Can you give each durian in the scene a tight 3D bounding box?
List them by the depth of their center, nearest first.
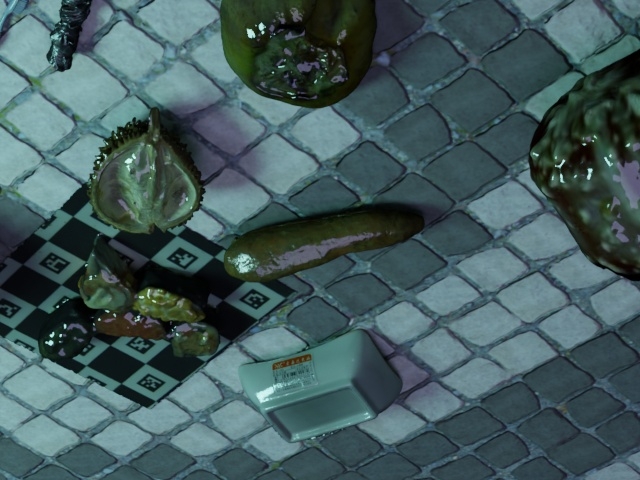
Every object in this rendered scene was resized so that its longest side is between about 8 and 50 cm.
[{"bbox_3d":[-0.217,-0.095,1.943,0.148,0.091,0.189,-1,134,-15],"label":"durian"}]

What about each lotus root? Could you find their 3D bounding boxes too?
[{"bbox_3d":[-0.026,-0.222,1.815,0.183,0.078,0.204,-1,134,2],"label":"lotus root"}]

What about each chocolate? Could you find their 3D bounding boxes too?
[{"bbox_3d":[0.390,-0.117,1.815,0.340,0.225,0.210,-31,119,27],"label":"chocolate"}]

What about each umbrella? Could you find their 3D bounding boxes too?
[{"bbox_3d":[-0.287,-0.256,1.814,0.037,0.040,0.144,20,133,-6],"label":"umbrella"}]

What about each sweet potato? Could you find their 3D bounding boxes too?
[{"bbox_3d":[0.000,0.000,2.052,0.273,0.075,0.075,-14,134,10],"label":"sweet potato"}]

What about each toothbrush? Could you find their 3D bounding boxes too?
[{"bbox_3d":[-0.390,-0.225,1.866,0.019,0.013,0.193,16,134,-27],"label":"toothbrush"}]

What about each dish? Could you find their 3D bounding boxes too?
[{"bbox_3d":[0.000,0.224,2.274,0.212,0.077,0.151,-18,133,20],"label":"dish"}]

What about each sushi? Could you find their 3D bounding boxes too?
[{"bbox_3d":[-0.275,0.107,2.172,0.343,0.064,0.359,31,129,-27],"label":"sushi"}]
